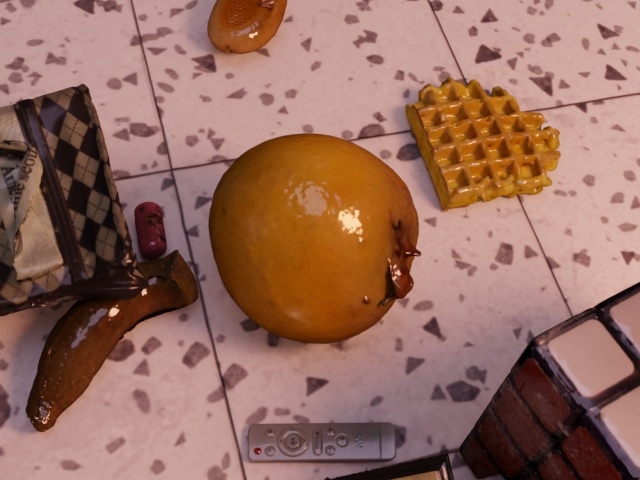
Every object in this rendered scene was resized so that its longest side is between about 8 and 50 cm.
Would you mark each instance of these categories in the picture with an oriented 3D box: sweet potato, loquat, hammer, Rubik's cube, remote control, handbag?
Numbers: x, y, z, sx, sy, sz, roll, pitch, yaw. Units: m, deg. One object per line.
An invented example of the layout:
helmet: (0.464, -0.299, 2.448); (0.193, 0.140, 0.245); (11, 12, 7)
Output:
sweet potato: (-0.271, 0.116, 1.132); (0.112, 0.085, 0.286); (36, 62, 9)
loquat: (0.000, 0.000, 1.134); (0.275, 0.275, 0.274); (3, 59, -5)
hammer: (-0.235, -0.014, 1.241); (0.043, 0.043, 0.083); (-8, 59, -12)
Rubik's cube: (0.408, 0.242, 0.994); (0.337, 0.344, 0.343); (-24, 66, -20)
remote control: (0.002, 0.255, 1.120); (0.184, 0.027, 0.050); (0, 58, -2)
handbag: (-0.440, -0.003, 1.108); (0.416, 0.180, 0.316); (-21, 55, -13)

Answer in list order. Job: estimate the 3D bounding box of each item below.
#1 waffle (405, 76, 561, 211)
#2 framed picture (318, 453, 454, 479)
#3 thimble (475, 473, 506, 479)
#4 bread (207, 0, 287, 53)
waffle: (0.260, -0.163, 1.380); (0.219, 0.057, 0.229); (-9, 60, -12)
framed picture: (0.075, 0.349, 0.986); (0.195, 0.010, 0.199); (-20, 72, 27)
thimble: (0.173, 0.349, 1.009); (0.127, 0.151, 0.118); (-2, 53, -44)
bread: (-0.113, -0.369, 1.446); (0.114, 0.077, 0.189); (10, 57, 22)
